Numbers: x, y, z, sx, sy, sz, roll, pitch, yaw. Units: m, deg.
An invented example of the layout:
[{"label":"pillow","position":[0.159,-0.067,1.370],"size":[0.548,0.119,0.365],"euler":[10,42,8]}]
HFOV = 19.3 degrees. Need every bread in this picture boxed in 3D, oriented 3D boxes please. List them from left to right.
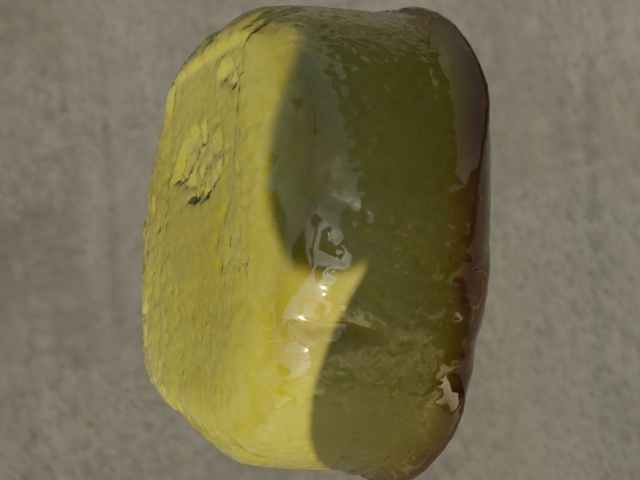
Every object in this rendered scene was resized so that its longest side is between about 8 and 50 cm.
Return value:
[{"label":"bread","position":[0.000,0.000,1.027],"size":[0.148,0.270,0.270],"euler":[4,52,-24]}]
